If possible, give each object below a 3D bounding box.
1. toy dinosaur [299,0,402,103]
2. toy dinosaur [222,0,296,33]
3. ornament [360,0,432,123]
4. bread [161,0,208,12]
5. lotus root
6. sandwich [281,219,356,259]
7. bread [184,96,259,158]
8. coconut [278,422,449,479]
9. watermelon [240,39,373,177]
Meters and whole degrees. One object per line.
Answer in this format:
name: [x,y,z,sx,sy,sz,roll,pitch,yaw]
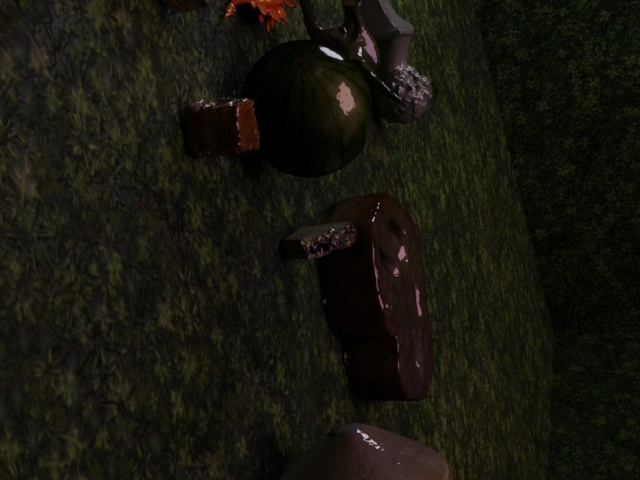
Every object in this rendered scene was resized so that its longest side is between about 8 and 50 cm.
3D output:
toy dinosaur: [0.049,-0.253,1.832,0.301,0.087,0.447,74,-6,-45]
toy dinosaur: [-0.078,-0.374,1.749,0.288,0.070,0.117,-71,148,-45]
ornament: [0.137,-0.361,2.285,0.130,0.120,0.285,-66,141,-55]
bread: [-0.186,-0.385,1.442,0.139,0.060,0.178,29,54,-67]
lotus root: [0.111,0.093,2.018,0.375,0.111,0.390,-79,153,-49]
sandwich: [0.000,0.000,1.737,0.093,0.105,0.036,-48,127,-71]
bread: [-0.123,-0.143,1.475,0.076,0.083,0.070,-37,125,-65]
coconut: [0.057,0.359,1.541,0.239,0.239,0.244,-39,123,-69]
watermelon: [-0.019,-0.177,1.645,0.215,0.188,0.188,86,7,-55]
